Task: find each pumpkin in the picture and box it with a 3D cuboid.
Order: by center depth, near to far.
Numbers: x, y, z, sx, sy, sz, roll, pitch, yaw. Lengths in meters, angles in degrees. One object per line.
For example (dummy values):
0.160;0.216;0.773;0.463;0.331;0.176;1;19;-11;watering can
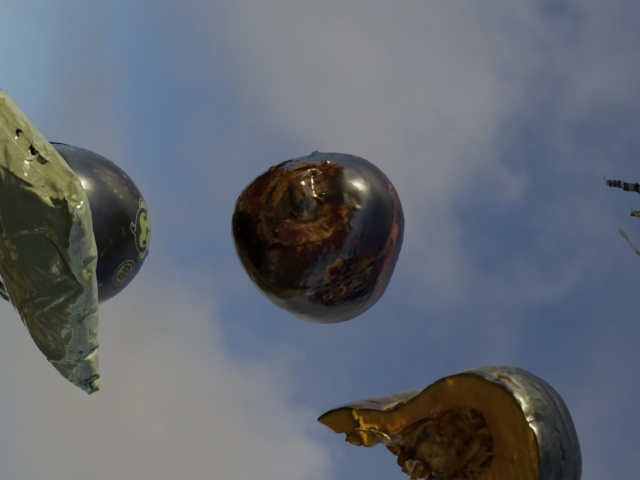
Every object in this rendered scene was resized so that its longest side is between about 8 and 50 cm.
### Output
0.155;0.249;1.215;0.281;0.139;0.190;-21;-103;34;pumpkin

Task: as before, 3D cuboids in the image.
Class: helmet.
-0.338;-0.022;1.395;0.160;0.279;0.230;0;-105;52;helmet

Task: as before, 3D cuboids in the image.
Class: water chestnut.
0.000;0.000;1.383;0.238;0.224;0.223;75;23;-77;water chestnut

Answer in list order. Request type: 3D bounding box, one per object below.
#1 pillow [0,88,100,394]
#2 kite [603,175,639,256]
-0.303;-0.018;1.062;0.280;0.076;0.274;47;-33;28;pillow
0.387;0.047;1.004;0.015;0.169;0.310;-36;-138;-14;kite
